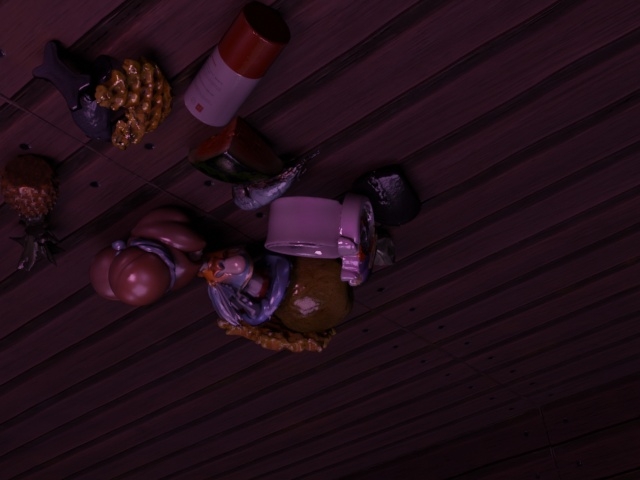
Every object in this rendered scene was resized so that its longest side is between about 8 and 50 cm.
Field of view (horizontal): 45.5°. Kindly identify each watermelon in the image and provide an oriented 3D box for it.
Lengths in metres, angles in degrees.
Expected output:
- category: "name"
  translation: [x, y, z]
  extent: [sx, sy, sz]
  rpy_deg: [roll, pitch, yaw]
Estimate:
- category: "watermelon"
  translation: [-0.183, -0.154, 1.493]
  extent: [0.145, 0.137, 0.193]
  rpy_deg: [-29, 163, 25]

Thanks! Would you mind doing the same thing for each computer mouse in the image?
- category: "computer mouse"
  translation: [0.157, -0.087, 1.707]
  extent: [0.122, 0.073, 0.217]
  rpy_deg: [-21, 142, 19]

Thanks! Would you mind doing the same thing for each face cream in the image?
- category: "face cream"
  translation: [-0.146, -0.299, 1.314]
  extent: [0.096, 0.095, 0.214]
  rpy_deg: [16, 139, -31]

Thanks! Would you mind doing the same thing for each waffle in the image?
- category: "waffle"
  translation: [-0.325, -0.238, 1.335]
  extent: [0.149, 0.051, 0.194]
  rpy_deg: [-47, 166, -7]
- category: "waffle"
  translation: [-0.107, 0.233, 1.990]
  extent: [0.301, 0.058, 0.282]
  rpy_deg: [8, -173, 23]

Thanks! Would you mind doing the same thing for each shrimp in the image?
- category: "shrimp"
  translation: [-0.089, -0.133, 1.594]
  extent: [0.233, 0.079, 0.090]
  rpy_deg: [-28, 177, 23]

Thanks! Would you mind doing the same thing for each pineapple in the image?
- category: "pineapple"
  translation: [-0.594, -0.053, 1.567]
  extent: [0.130, 0.119, 0.277]
  rpy_deg: [24, 140, 5]

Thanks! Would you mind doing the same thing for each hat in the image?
- category: "hat"
  translation: [0.106, 0.017, 1.864]
  extent: [0.166, 0.081, 0.122]
  rpy_deg: [7, -175, 4]

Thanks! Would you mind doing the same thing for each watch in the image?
- category: "watch"
  translation: [0.000, 0.000, 1.679]
  extent: [0.232, 0.196, 0.244]
  rpy_deg: [1, 169, 15]

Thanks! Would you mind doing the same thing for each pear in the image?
- category: "pear"
  translation: [-0.030, 0.126, 1.874]
  extent: [0.211, 0.188, 0.228]
  rpy_deg: [-17, 142, 4]

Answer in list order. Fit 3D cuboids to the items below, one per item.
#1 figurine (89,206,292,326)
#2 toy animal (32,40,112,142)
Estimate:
- category: "figurine"
  translation: [-0.290, 0.071, 1.710]
  extent: [0.388, 0.248, 0.277]
  rpy_deg: [27, 164, -29]
- category: "toy animal"
  translation: [-0.408, -0.260, 1.355]
  extent: [0.117, 0.121, 0.210]
  rpy_deg: [-53, 165, -11]
